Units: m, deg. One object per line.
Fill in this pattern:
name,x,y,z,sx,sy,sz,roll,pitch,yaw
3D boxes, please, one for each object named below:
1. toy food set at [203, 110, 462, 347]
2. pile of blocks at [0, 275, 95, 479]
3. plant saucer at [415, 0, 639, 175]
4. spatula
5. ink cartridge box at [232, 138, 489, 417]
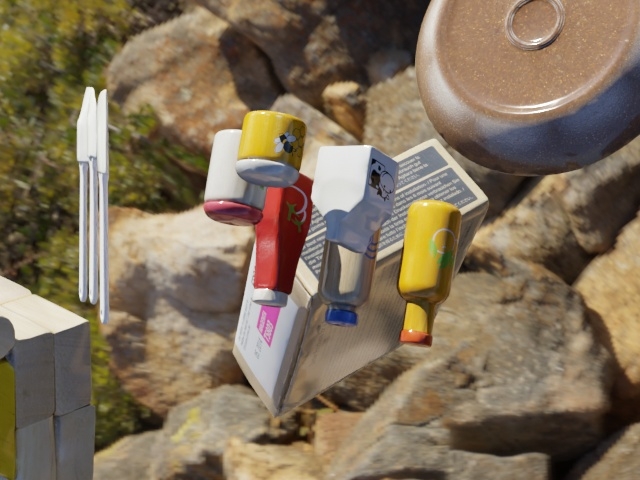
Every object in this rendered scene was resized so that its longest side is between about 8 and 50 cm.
toy food set,0.000,0.000,0.819,0.111,0.232,0.104,2,77,32
pile of blocks,-0.225,0.003,0.463,0.112,0.362,0.149,19,62,39
plant saucer,0.150,-0.143,0.830,0.198,0.036,0.199,-9,71,25
spatula,-0.240,-0.041,1.305,0.168,0.019,0.242,-161,70,-66
ink cartridge box,0.029,0.038,1.104,0.193,0.235,0.088,-26,66,-25
